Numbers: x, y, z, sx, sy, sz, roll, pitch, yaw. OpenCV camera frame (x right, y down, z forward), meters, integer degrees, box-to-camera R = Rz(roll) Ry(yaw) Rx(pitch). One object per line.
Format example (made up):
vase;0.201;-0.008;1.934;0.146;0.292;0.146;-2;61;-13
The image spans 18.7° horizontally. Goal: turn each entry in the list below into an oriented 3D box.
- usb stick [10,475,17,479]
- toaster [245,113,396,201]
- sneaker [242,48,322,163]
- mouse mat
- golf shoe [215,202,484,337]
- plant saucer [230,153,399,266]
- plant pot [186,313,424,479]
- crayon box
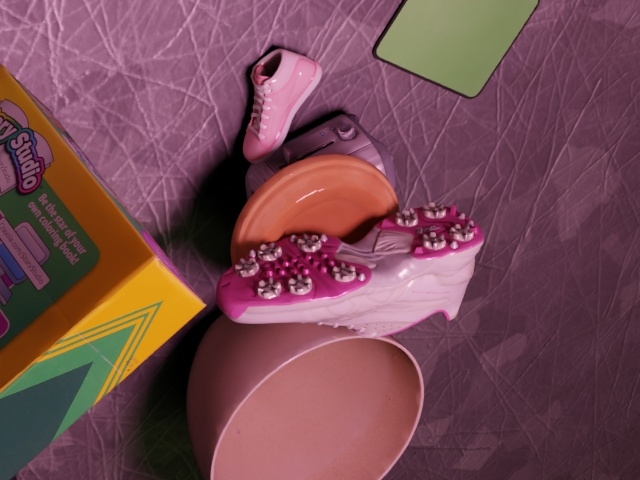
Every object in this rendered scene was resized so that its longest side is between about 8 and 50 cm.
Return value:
usb stick;-0.471;0.329;2.224;0.278;0.045;0.077;-28;142;-15
toaster;0.004;-0.025;2.230;0.146;0.129;0.227;-21;132;-16
sneaker;-0.060;-0.152;2.138;0.070;0.051;0.134;24;104;-43
mouse mat;0.159;-0.249;2.252;0.189;0.007;0.152;19;110;-42
golf shoe;0.035;0.059;2.100;0.306;0.115;0.140;-12;129;-19
plant saucer;0.000;0.000;2.137;0.200;0.037;0.200;-13;126;-19
plant pot;-0.047;0.174;2.303;0.284;0.191;0.284;-20;133;-23
crayon box;-0.327;0.043;1.867;0.313;0.363;0.106;-41;137;-2
